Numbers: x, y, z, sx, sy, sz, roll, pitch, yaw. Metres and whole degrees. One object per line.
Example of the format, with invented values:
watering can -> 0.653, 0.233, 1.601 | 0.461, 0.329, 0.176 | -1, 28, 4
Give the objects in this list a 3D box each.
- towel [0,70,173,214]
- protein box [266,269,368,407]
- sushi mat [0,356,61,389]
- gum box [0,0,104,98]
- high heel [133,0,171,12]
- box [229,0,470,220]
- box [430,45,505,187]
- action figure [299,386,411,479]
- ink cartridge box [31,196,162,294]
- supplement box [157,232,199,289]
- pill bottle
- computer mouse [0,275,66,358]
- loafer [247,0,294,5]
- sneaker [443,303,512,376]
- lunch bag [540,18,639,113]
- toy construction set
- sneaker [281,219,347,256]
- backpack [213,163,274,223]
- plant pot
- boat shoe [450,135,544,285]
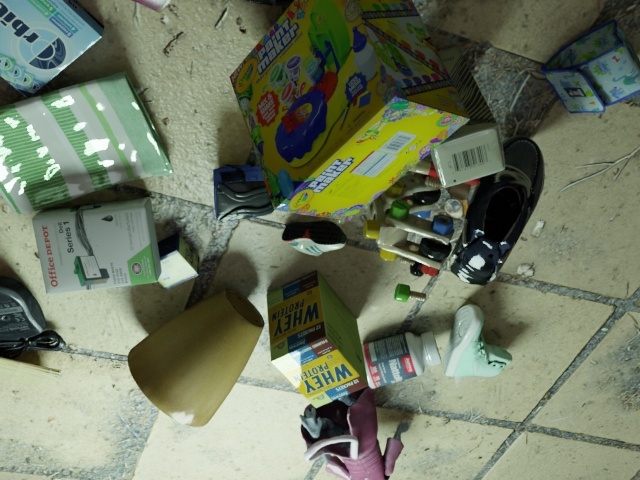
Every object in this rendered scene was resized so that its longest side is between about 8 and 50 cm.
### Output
towel -> -0.461, -0.167, 1.478 | 0.324, 0.038, 0.248 | -14, 140, 5
protein box -> -0.009, 0.218, 1.783 | 0.136, 0.201, 0.200 | -26, 129, 14
sushi mat -> -0.758, 0.282, 1.829 | 0.316, 0.019, 0.151 | 17, 151, -21
gum box -> -0.481, -0.346, 1.339 | 0.184, 0.041, 0.157 | -31, 128, 20
high heel -> -0.232, -0.499, 1.176 | 0.181, 0.127, 0.377 | 17, 130, -34
box -> 0.035, -0.231, 1.297 | 0.177, 0.279, 0.290 | 6, 144, -43
box -> 0.224, -0.217, 1.387 | 0.113, 0.275, 0.094 | -17, 131, 5
action figure -> 0.112, 0.526, 2.038 | 0.248, 0.276, 0.370 | -24, 116, 6
ink cartridge box -> -0.435, 0.010, 1.585 | 0.219, 0.092, 0.160 | -7, 104, -2
supplement box -> -0.309, 0.044, 1.689 | 0.083, 0.056, 0.083 | -24, 129, 14
pill bottle -> 0.191, 0.278, 1.924 | 0.180, 0.108, 0.108 | -17, 131, 7
computer mouse -> -0.670, 0.153, 1.736 | 0.188, 0.072, 0.272 | -5, 142, -1
loafer -> -0.082, -0.418, 1.305 | 0.223, 0.078, 0.076 | 2, 130, -9
sneaker -> 0.388, 0.239, 1.923 | 0.151, 0.094, 0.256 | 4, 140, -3
lunch bag -> 0.497, -0.304, 1.475 | 0.151, 0.096, 0.129 | -22, 134, 31
toy construction set -> 0.132, -0.074, 1.512 | 0.237, 0.258, 0.309 | 12, 148, -7
sneaker -> 0.000, 0.000, 1.661 | 0.161, 0.057, 0.075 | 3, 153, 39
backpack -> -0.145, -0.101, 1.556 | 0.120, 0.101, 0.098 | -4, 133, -9
plant pot -> -0.248, 0.235, 1.772 | 0.254, 0.237, 0.237 | -45, 123, 12
boat shoe -> 0.347, -0.086, 1.471 | 0.127, 0.341, 0.158 | 23, 153, 4
